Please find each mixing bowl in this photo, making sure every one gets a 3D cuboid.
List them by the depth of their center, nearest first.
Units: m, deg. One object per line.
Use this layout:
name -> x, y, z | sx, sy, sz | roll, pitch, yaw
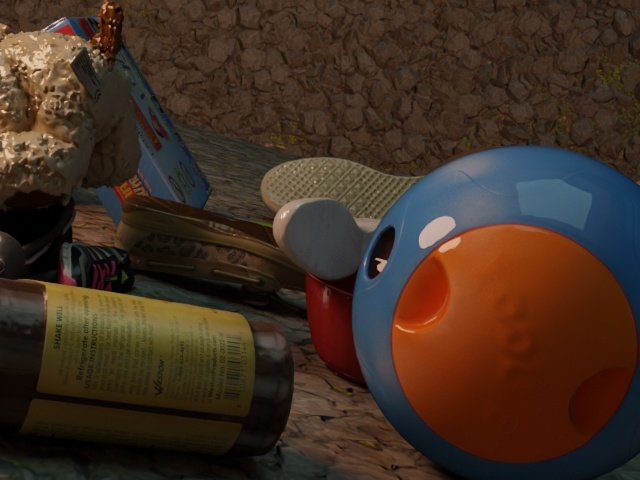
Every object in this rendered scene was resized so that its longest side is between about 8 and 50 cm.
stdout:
mixing bowl -> 0.059, 0.095, 1.116 | 0.181, 0.098, 0.181 | 15, 9, -2

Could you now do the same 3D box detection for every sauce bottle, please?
sauce bottle -> -0.192, 0.082, 0.753 | 0.344, 0.111, 0.111 | 13, 10, -23

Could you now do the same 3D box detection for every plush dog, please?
plush dog -> -0.321, -0.157, 1.113 | 0.225, 0.211, 0.262 | 11, 14, 10

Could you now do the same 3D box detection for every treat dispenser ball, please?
treat dispenser ball -> 0.170, 0.063, 0.900 | 0.288, 0.288, 0.288 | 15, 10, -3

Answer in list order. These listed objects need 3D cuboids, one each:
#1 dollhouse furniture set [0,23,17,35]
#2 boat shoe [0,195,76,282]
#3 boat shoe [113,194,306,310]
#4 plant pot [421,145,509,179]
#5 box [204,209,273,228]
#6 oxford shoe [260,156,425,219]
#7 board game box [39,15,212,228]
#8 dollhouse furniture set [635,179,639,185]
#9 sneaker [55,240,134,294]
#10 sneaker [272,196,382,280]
dollhouse furniture set -> -0.481, -0.176, 1.525 | 0.161, 0.212, 0.242 | 23, -13, 35
boat shoe -> -0.325, 0.003, 1.045 | 0.112, 0.095, 0.335 | 16, 9, 3
boat shoe -> -0.111, 0.023, 1.311 | 0.285, 0.089, 0.104 | 17, 11, 0
plant pot -> 0.207, 0.030, 1.284 | 0.263, 0.263, 0.229 | 17, 16, 7
box -> -0.108, -0.006, 1.597 | 0.178, 0.042, 0.109 | 12, 9, -14
oxford shoe -> 0.101, -0.056, 2.014 | 0.449, 0.169, 0.130 | 4, -29, -18
board game box -> -0.272, -0.153, 1.464 | 0.086, 0.308, 0.302 | -29, 11, 5
dollhouse furniture set -> 0.541, 0.035, 1.423 | 0.303, 0.286, 0.198 | -25, 23, -14
sneaker -> -0.231, 0.035, 1.107 | 0.074, 0.063, 0.170 | 8, 5, -6
sneaker -> 0.000, 0.000, 1.102 | 0.094, 0.080, 0.212 | 7, -3, 33
